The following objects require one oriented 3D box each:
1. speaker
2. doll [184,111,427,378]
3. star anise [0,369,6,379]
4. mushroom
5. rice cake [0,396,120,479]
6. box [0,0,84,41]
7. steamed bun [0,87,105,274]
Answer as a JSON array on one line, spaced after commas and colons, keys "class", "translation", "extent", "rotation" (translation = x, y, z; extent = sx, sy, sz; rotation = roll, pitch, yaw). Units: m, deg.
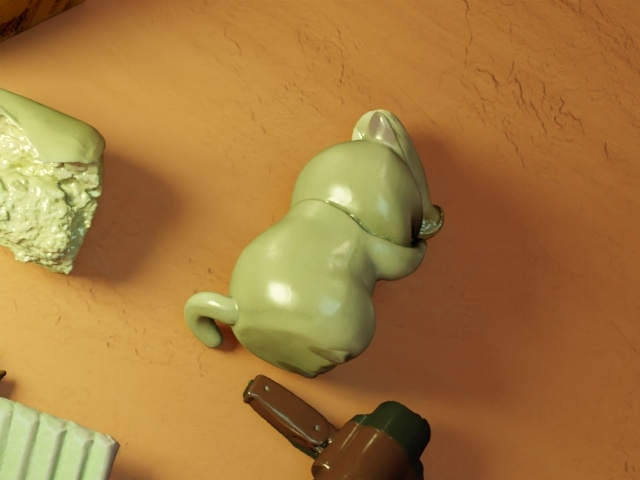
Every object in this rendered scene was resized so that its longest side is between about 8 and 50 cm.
[{"class": "speaker", "translation": [-0.013, 0.338, 1.396], "extent": [0.259, 0.198, 0.329], "rotation": [16, 44, 20]}, {"class": "doll", "translation": [0.013, 0.027, 1.433], "extent": [0.226, 0.215, 0.370], "rotation": [37, 63, 6]}, {"class": "star anise", "translation": [-0.450, 0.183, 1.237], "extent": [0.167, 0.057, 0.168], "rotation": [7, 72, -24]}, {"class": "mushroom", "translation": [0.117, -0.098, 1.596], "extent": [0.212, 0.088, 0.097], "rotation": [59, 27, -6]}, {"class": "rice cake", "translation": [-0.342, 0.305, 1.242], "extent": [0.189, 0.037, 0.198], "rotation": [24, 79, -21]}, {"class": "box", "translation": [-0.408, -0.322, 1.341], "extent": [0.274, 0.174, 0.076], "rotation": [-36, 92, -31]}, {"class": "steamed bun", "translation": [-0.380, -0.086, 1.290], "extent": [0.225, 0.170, 0.200], "rotation": [22, 71, -18]}]
